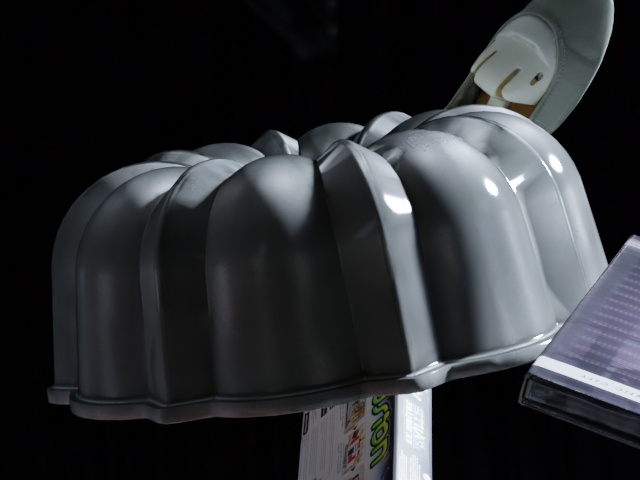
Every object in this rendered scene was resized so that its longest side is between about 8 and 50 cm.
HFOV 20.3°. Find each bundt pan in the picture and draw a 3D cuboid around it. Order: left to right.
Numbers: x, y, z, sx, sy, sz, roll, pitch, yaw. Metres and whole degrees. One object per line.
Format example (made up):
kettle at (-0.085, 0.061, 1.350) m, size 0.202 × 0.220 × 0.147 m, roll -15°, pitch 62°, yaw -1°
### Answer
bundt pan at (0.000, 0.000, 1.003) m, size 0.331 × 0.124 × 0.331 m, roll -10°, pitch 6°, yaw 1°

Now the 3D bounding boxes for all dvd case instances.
dvd case at (0.187, 0.057, 0.752) m, size 0.164 × 0.018 × 0.221 m, roll 20°, pitch 20°, yaw 14°

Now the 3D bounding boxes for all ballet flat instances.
ballet flat at (0.113, -0.083, 1.160) m, size 0.068 × 0.072 × 0.213 m, roll 4°, pitch -55°, yaw -53°

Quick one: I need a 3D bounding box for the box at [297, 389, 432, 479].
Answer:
box at (0.030, 0.167, 1.269) m, size 0.036 × 0.207 × 0.114 m, roll 35°, pitch -59°, yaw -20°
